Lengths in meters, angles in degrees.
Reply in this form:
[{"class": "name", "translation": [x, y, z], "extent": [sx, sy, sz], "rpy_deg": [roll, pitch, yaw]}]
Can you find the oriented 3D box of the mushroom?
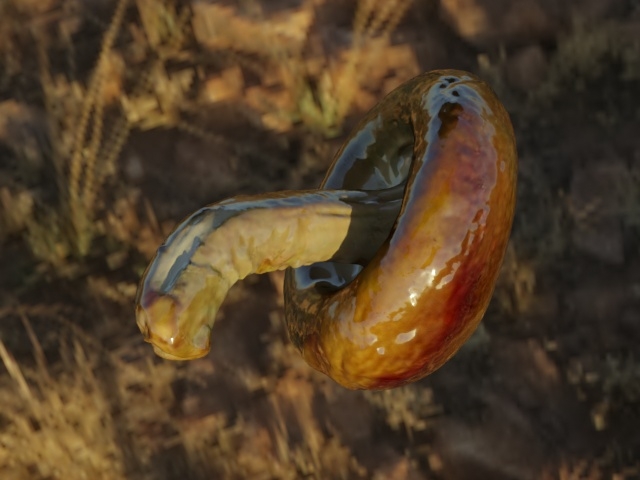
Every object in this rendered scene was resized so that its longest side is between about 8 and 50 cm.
[{"class": "mushroom", "translation": [0.006, 0.009, 0.531], "extent": [0.129, 0.073, 0.088], "rpy_deg": [-34, 12, -32]}]
